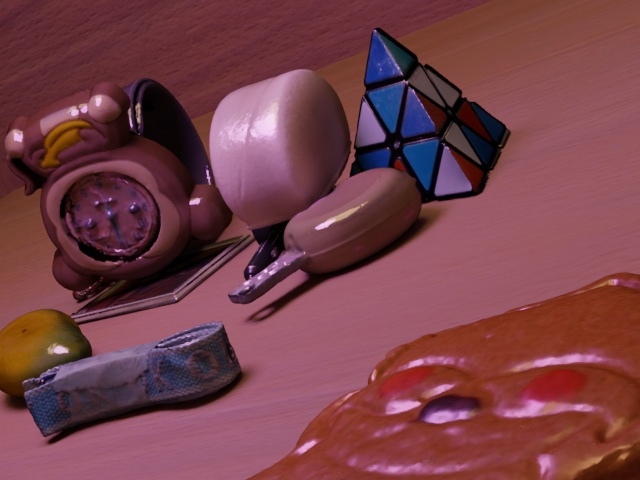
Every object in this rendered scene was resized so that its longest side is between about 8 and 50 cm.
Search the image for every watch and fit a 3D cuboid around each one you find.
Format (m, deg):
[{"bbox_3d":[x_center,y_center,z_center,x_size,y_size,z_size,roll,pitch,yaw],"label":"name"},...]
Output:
[{"bbox_3d":[-0.310,-0.125,2.019,0.314,0.335,0.327,-22,23,16],"label":"watch"}]

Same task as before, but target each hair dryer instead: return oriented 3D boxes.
[{"bbox_3d":[-0.058,0.002,1.741,0.124,0.072,0.219,-17,23,30],"label":"hair dryer"}]

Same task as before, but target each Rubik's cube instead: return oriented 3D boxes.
[{"bbox_3d":[0.177,-0.127,1.808,0.234,0.284,0.250,-12,-32,-39],"label":"Rubik's cube"}]

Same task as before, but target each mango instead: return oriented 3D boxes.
[{"bbox_3d":[-0.384,0.156,1.682,0.137,0.091,0.237,-35,15,-11],"label":"mango"}]

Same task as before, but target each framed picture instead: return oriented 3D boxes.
[{"bbox_3d":[-0.255,0.061,1.959,0.273,0.016,0.216,-14,18,39],"label":"framed picture"}]

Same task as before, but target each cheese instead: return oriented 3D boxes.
[{"bbox_3d":[0.000,0.000,1.595,0.286,0.082,0.163,-32,14,-22],"label":"cheese"}]

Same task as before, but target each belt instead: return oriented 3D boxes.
[{"bbox_3d":[-0.224,0.159,1.419,0.302,0.072,0.087,-18,13,31],"label":"belt"}]

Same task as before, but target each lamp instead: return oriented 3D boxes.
[{"bbox_3d":[-0.383,0.075,2.109,0.083,0.031,0.063,-34,14,-19],"label":"lamp"}]

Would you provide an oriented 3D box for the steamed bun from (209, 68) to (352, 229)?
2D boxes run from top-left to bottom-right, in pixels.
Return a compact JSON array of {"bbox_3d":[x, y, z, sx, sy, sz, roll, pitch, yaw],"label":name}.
[{"bbox_3d":[-0.058,-0.143,1.747,0.146,0.164,0.242,-16,24,26],"label":"steamed bun"}]

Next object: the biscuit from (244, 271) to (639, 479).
[{"bbox_3d":[0.107,0.147,0.907,0.455,0.078,0.349,-34,20,-32],"label":"biscuit"}]

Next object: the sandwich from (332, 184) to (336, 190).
[{"bbox_3d":[-0.038,-0.090,1.969,0.096,0.094,0.258,-32,16,-8],"label":"sandwich"}]
